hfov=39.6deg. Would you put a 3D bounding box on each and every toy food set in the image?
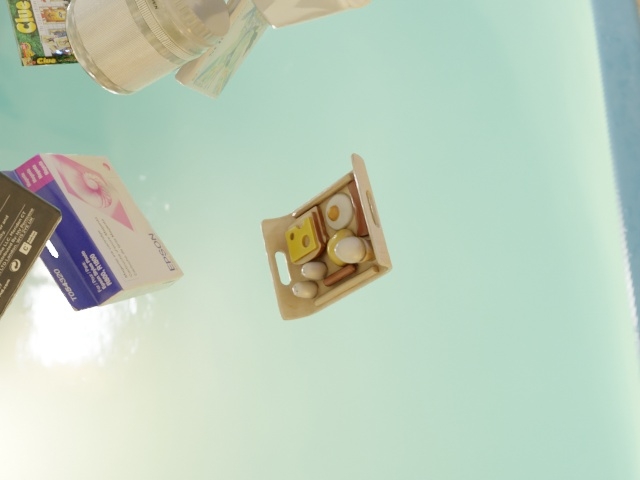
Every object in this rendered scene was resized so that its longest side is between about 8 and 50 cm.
[{"bbox_3d":[0.000,0.000,1.694,0.306,0.092,0.220,-32,64,43],"label":"toy food set"}]

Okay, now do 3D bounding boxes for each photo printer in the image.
[{"bbox_3d":[-0.056,-0.509,1.568,0.307,0.107,0.256,9,132,58],"label":"photo printer"}]

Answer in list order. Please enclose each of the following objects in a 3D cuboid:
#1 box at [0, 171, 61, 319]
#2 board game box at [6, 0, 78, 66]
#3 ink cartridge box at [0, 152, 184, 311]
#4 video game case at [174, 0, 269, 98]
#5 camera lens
[{"bbox_3d":[-0.620,-0.071,1.223,0.293,0.395,0.212,21,78,31],"label":"box"},{"bbox_3d":[-0.599,-0.479,1.921,0.030,0.136,0.259,109,144,-52],"label":"board game box"},{"bbox_3d":[-0.454,-0.028,1.774,0.071,0.330,0.324,-36,83,18],"label":"ink cartridge box"},{"bbox_3d":[-0.193,-0.460,1.998,0.036,0.329,0.300,37,96,1],"label":"video game case"},{"bbox_3d":[-0.347,-0.433,1.764,0.274,0.219,0.219,-23,64,22],"label":"camera lens"}]
